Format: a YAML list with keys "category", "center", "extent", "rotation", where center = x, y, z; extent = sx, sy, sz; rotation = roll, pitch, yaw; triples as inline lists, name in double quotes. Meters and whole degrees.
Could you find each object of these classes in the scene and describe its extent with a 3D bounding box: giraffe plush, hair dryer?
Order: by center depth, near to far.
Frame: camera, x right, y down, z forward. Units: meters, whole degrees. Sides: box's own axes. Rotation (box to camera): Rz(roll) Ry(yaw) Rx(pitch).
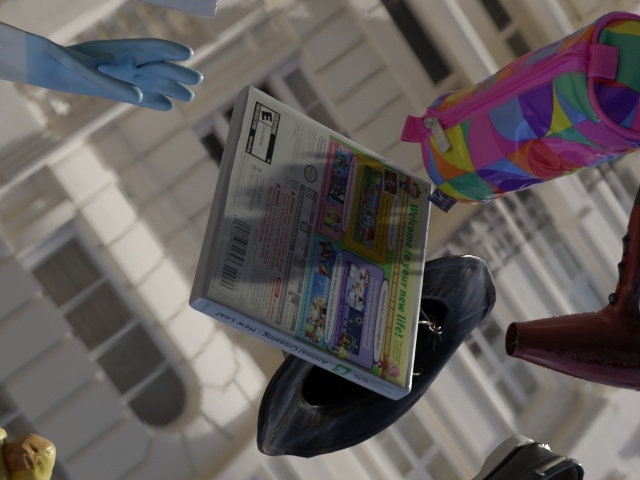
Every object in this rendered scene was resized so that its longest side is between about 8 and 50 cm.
- category: "hair dryer"
  center: [0.321, 0.049, 1.390]
  extent: [0.293, 0.224, 0.080]
  rotation: [-33, -170, -6]
- category: "giraffe plush"
  center: [-0.391, 0.339, 1.537]
  extent: [0.181, 0.210, 0.170]
  rotation: [-14, -160, 7]

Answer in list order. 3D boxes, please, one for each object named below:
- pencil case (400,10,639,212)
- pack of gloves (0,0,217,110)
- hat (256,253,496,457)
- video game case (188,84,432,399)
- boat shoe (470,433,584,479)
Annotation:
- category: "pencil case"
  center: [0.162, -0.091, 0.993]
  extent: [0.104, 0.104, 0.236]
  rotation: [-40, -171, -30]
- category: "pack of gloves"
  center: [-0.194, -0.160, 0.972]
  extent: [0.195, 0.232, 0.046]
  rotation: [106, -8, -55]
- category: "hat"
  center: [0.032, 0.097, 1.498]
  extent: [0.331, 0.134, 0.331]
  rotation: [-29, 150, -18]
- category: "video game case"
  center: [0.000, 0.000, 1.072]
  extent: [0.023, 0.193, 0.212]
  rotation: [-39, -147, 46]
- category: "boat shoe"
  center: [0.188, 0.324, 1.477]
  extent: [0.091, 0.114, 0.302]
  rotation: [13, -137, 36]
